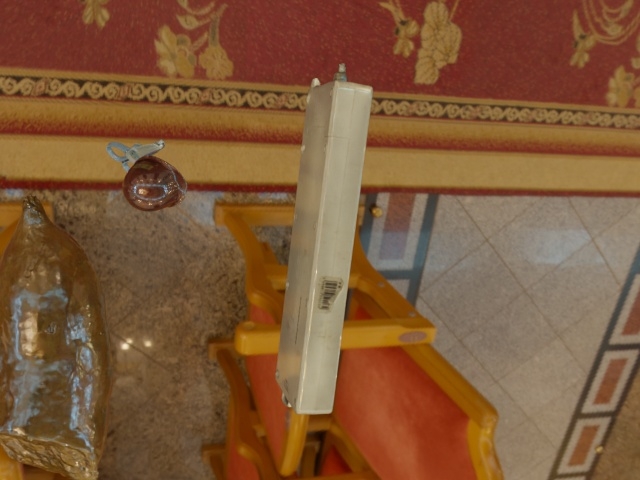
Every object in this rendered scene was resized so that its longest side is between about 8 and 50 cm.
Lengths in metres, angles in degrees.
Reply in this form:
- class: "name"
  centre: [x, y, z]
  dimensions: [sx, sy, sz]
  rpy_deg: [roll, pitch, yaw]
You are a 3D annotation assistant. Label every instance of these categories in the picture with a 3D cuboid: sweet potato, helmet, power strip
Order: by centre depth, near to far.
- class: "power strip"
  centre: [0.000, 0.000, 0.629]
  dimensions: [0.043, 0.106, 0.367]
  rpy_deg: [4, 98, -18]
- class: "sweet potato"
  centre: [-0.346, 0.129, 0.768]
  dimensions: [0.158, 0.158, 0.369]
  rpy_deg: [4, 87, -19]
- class: "helmet"
  centre: [-0.452, -0.133, 1.579]
  dimensions: [0.175, 0.106, 0.155]
  rpy_deg: [13, 124, 14]

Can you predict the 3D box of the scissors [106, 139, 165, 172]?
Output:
- class: "scissors"
  centre: [-0.501, -0.239, 1.651]
  dimensions: [0.125, 0.256, 0.030]
  rpy_deg: [49, 56, -28]
